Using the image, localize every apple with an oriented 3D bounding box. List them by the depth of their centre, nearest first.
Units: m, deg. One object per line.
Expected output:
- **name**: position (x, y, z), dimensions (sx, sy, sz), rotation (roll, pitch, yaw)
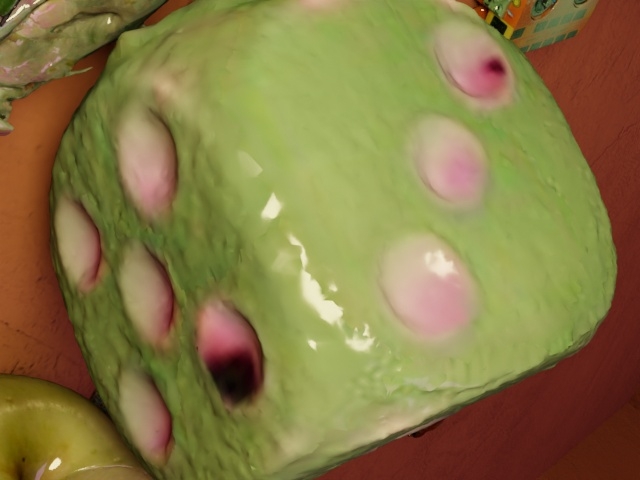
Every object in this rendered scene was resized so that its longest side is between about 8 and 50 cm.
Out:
- **apple**: position (-0.305, 0.245, 0.867), dimensions (0.258, 0.233, 0.295), rotation (-45, 167, 28)

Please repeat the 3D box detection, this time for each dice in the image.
- **dice**: position (0.000, 0.000, 0.786), dimensions (0.322, 0.330, 0.318), rotation (-13, 164, -38)

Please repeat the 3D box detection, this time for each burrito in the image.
- **burrito**: position (-0.136, -0.191, 0.697), dimensions (0.309, 0.066, 0.096), rotation (-43, 156, -10)

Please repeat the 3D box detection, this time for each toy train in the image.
- **toy train**: position (0.246, -0.269, 1.135), dimensions (0.188, 0.072, 0.099), rotation (-22, 144, -39)

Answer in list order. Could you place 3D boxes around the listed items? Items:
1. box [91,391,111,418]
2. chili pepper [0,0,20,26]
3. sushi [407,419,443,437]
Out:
- **box**: position (-0.186, 0.233, 1.092), dimensions (0.256, 0.164, 0.069), rotation (-56, 153, 18)
- **chili pepper**: position (-0.251, -0.190, 0.537), dimensions (0.227, 0.059, 0.088), rotation (14, 87, -57)
- **sushi**: position (0.169, 0.207, 1.626), dimensions (0.124, 0.130, 0.332), rotation (-32, 156, -36)
